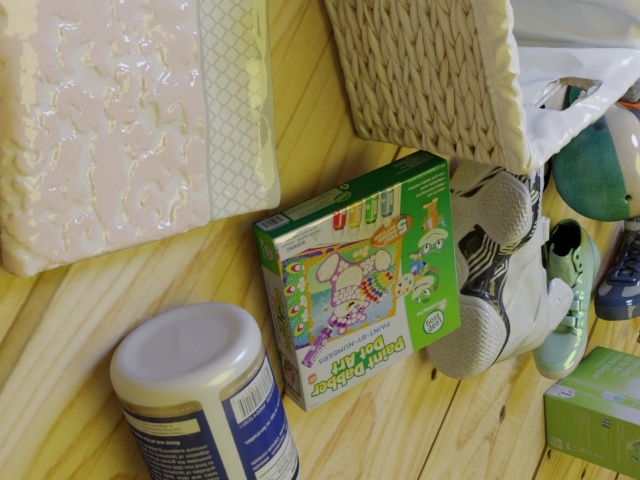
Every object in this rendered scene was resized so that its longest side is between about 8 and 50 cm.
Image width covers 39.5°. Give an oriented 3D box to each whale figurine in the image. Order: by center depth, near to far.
[{"bbox_3d":[0.422,-0.145,1.391,0.272,0.141,0.216,-95,163,-47],"label":"whale figurine"}]

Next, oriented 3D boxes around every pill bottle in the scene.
[{"bbox_3d":[-0.106,0.210,0.921,0.153,0.153,0.265,-35,124,-36],"label":"pill bottle"}]

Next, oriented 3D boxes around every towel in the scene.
[{"bbox_3d":[-0.166,-0.157,0.836,0.317,0.053,0.332,-16,111,-43],"label":"towel"}]

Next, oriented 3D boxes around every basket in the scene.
[{"bbox_3d":[0.192,-0.302,1.022,0.328,0.266,0.331,-39,127,-34],"label":"basket"}]

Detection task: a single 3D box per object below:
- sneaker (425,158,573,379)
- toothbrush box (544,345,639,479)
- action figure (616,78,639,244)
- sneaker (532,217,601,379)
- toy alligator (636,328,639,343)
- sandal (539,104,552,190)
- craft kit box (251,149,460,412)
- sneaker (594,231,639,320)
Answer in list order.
[{"bbox_3d":[0.275,0.019,1.298,0.210,0.137,0.366,1,104,-48],"label":"sneaker"},{"bbox_3d":[0.574,0.313,1.580,0.206,0.283,0.122,-27,120,-39],"label":"toothbrush box"},{"bbox_3d":[0.571,-0.146,1.490,0.178,0.341,0.330,-26,119,-1],"label":"action figure"},{"bbox_3d":[0.386,0.089,1.456,0.151,0.094,0.256,43,59,-50],"label":"sneaker"},{"bbox_3d":[0.660,0.114,1.794,0.051,0.056,0.190,31,75,-3],"label":"toy alligator"},{"bbox_3d":[0.328,-0.102,1.375,0.097,0.054,0.255,-21,115,-42],"label":"sandal"},{"bbox_3d":[0.053,0.047,1.069,0.250,0.061,0.247,-26,127,-25],"label":"craft kit box"},{"bbox_3d":[0.589,0.027,1.660,0.319,0.112,0.131,-40,121,-41],"label":"sneaker"}]
